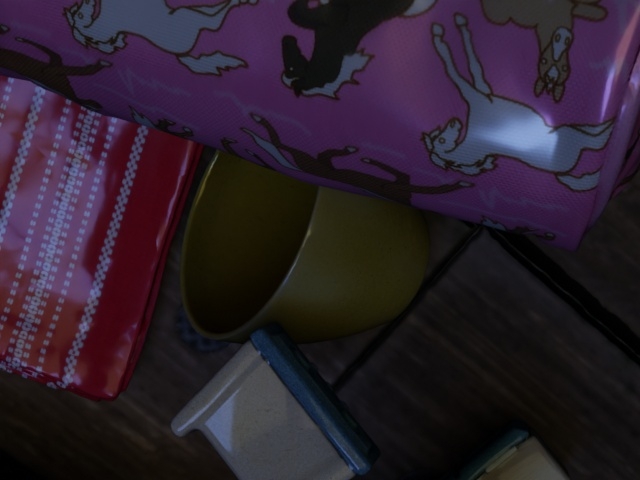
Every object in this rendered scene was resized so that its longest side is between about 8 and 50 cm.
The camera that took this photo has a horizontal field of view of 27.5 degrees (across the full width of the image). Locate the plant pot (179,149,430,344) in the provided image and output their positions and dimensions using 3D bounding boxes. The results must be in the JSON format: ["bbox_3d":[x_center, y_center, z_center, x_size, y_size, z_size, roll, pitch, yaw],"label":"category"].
[{"bbox_3d":[0.000,0.000,0.689,0.095,0.134,0.134,21,100,-30],"label":"plant pot"}]

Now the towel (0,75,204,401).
[{"bbox_3d":[-0.208,-0.039,0.706,0.275,0.031,0.198,20,99,-7],"label":"towel"}]

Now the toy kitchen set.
[{"bbox_3d":[0.036,0.107,0.680,0.122,0.207,0.166,-39,84,4],"label":"toy kitchen set"}]

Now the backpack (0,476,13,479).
[{"bbox_3d":[-0.076,0.301,0.687,0.356,0.273,0.290,20,99,19],"label":"backpack"}]

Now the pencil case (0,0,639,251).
[{"bbox_3d":[-0.033,-0.126,0.578,0.386,0.160,0.167,17,64,15],"label":"pencil case"}]
